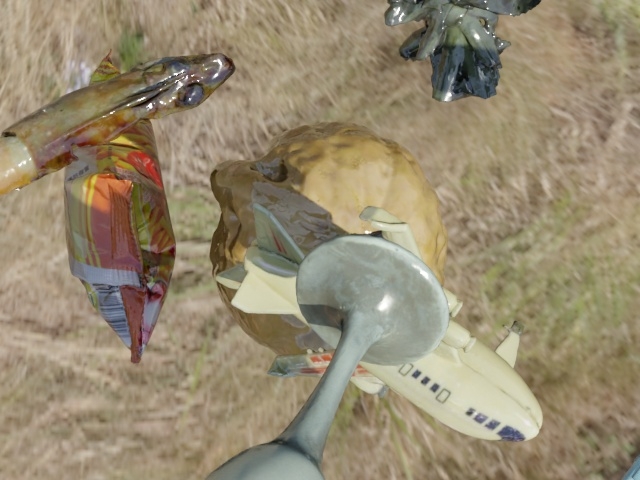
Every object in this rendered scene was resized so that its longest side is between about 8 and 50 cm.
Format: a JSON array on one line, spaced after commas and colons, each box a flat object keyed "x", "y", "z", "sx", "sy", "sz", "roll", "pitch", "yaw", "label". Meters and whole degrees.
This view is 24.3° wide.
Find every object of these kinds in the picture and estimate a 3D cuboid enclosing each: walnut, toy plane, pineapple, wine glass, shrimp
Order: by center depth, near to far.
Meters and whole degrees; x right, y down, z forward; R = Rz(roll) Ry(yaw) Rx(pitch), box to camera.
[{"x": -0.134, "y": -0.055, "z": 0.795, "sx": 0.195, "sy": 0.148, "sz": 0.035, "roll": -26, "pitch": 94, "yaw": 1, "label": "shrimp"}, {"x": 0.019, "y": 0.189, "z": 0.814, "sx": 0.096, "sy": 0.309, "sz": 0.264, "roll": -14, "pitch": 118, "yaw": 30, "label": "wine glass"}, {"x": 0.049, "y": 0.064, "z": 1.074, "sx": 0.256, "sy": 0.104, "sz": 0.242, "roll": 23, "pitch": 145, "yaw": -7, "label": "toy plane"}, {"x": 0.117, "y": -0.257, "z": 1.345, "sx": 0.170, "sy": 0.141, "sz": 0.310, "roll": 9, "pitch": 141, "yaw": 19, "label": "pineapple"}, {"x": 0.000, "y": 0.000, "z": 1.381, "sx": 0.257, "sy": 0.257, "sz": 0.224, "roll": 28, "pitch": 88, "yaw": -15, "label": "walnut"}]

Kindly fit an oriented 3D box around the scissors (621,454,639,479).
[{"x": 0.408, "y": 0.254, "z": 1.776, "sx": 0.180, "sy": 0.032, "sz": 0.393, "roll": -14, "pitch": 147, "yaw": -30, "label": "scissors"}]

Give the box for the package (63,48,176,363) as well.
[{"x": -0.208, "y": -0.040, "z": 1.521, "sx": 0.108, "sy": 0.288, "sz": 0.223, "roll": -8, "pitch": 122, "yaw": -5, "label": "package"}]
